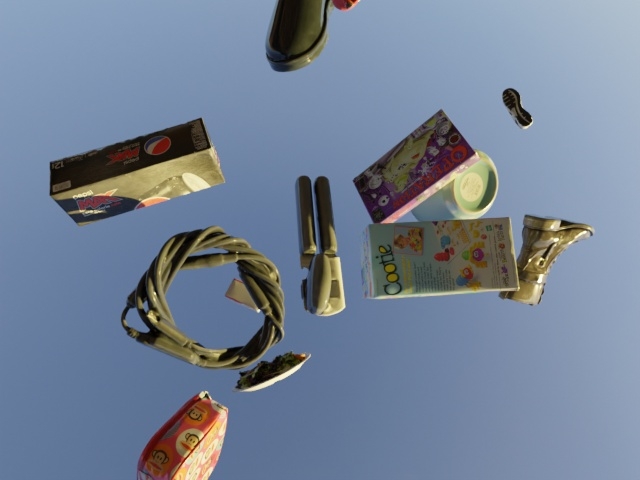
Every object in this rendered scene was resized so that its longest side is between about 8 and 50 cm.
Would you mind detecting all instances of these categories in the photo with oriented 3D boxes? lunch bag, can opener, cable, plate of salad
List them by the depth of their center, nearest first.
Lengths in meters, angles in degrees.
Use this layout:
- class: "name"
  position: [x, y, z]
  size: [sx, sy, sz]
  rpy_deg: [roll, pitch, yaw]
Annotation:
- class: "cable"
  position: [-0.114, 0.071, 0.467]
  size: [0.185, 0.047, 0.150]
  rpy_deg: [35, -105, -31]
- class: "can opener"
  position: [0.000, 0.000, 0.741]
  size: [0.074, 0.093, 0.279]
  rpy_deg: [1, -117, -15]
- class: "plate of salad"
  position: [-0.119, 0.302, 0.975]
  size: [0.200, 0.200, 0.048]
  rpy_deg: [-21, -94, -25]
- class: "lunch bag"
  position: [-0.324, 0.529, 1.020]
  size: [0.120, 0.292, 0.258]
  rpy_deg: [26, -148, 14]

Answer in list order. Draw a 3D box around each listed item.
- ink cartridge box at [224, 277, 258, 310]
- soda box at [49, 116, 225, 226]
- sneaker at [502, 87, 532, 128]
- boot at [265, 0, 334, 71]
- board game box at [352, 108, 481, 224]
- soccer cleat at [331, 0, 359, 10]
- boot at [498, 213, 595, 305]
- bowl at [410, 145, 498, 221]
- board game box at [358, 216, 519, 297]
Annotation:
- class: "ink cartridge box"
  position: [-0.230, 0.174, 1.277]
  size: [0.109, 0.150, 0.063]
  rpy_deg: [24, -104, -2]
- class: "soda box"
  position: [-0.199, -0.075, 0.455]
  size: [0.169, 0.060, 0.053]
  rpy_deg: [-19, -122, -7]
- class: "sneaker"
  position: [0.464, -0.312, 0.979]
  size: [0.040, 0.044, 0.108]
  rpy_deg: [-24, -101, 15]
- class: "boot"
  position: [-0.049, -0.391, 0.569]
  size: [0.094, 0.207, 0.246]
  rpy_deg: [5, -119, 25]
- class: "board game box"
  position: [0.270, -0.208, 1.228]
  size: [0.056, 0.347, 0.208]
  rpy_deg: [23, -144, -50]
- class: "soccer cleat"
  position: [0.040, -0.205, 0.299]
  size: [0.029, 0.083, 0.035]
  rpy_deg: [37, -146, -24]
- class: "boot"
  position: [0.562, 0.054, 1.036]
  size: [0.263, 0.228, 0.091]
  rpy_deg: [4, -167, -27]
- class: "bowl"
  position: [0.450, -0.181, 1.336]
  size: [0.312, 0.310, 0.163]
  rpy_deg: [-4, -170, -22]
- class: "board game box"
  position: [0.227, 0.040, 0.836]
  size: [0.276, 0.142, 0.144]
  rpy_deg: [-2, -98, -4]
